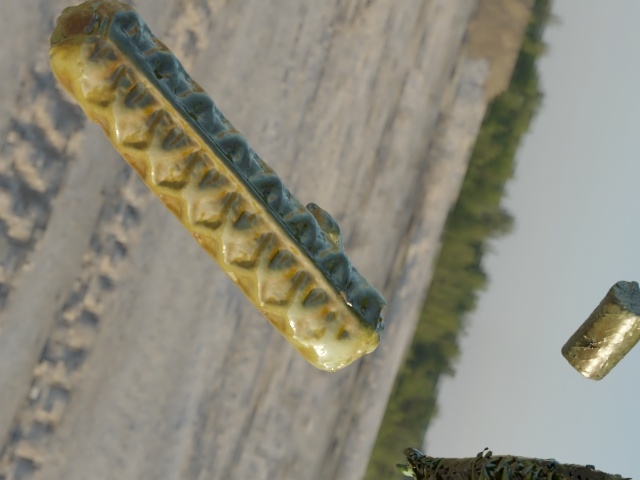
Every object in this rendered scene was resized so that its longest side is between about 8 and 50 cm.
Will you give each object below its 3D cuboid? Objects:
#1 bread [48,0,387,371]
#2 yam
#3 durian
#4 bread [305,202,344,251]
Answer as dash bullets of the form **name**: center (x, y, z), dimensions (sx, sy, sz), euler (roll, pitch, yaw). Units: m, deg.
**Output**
- **bread**: center (-0.078, -0.041, 1.226), dimensions (0.084, 0.367, 0.077), euler (-41, -163, -2)
- **yam**: center (0.217, 0.071, 1.177), dimensions (0.094, 0.043, 0.043), euler (-57, -173, 42)
- **durian**: center (0.205, 0.278, 1.655), dimensions (0.375, 0.132, 0.106), euler (1, -117, 53)
- **bread**: center (0.000, 0.000, 1.513), dimensions (0.033, 0.049, 0.088), euler (-33, 155, -11)
